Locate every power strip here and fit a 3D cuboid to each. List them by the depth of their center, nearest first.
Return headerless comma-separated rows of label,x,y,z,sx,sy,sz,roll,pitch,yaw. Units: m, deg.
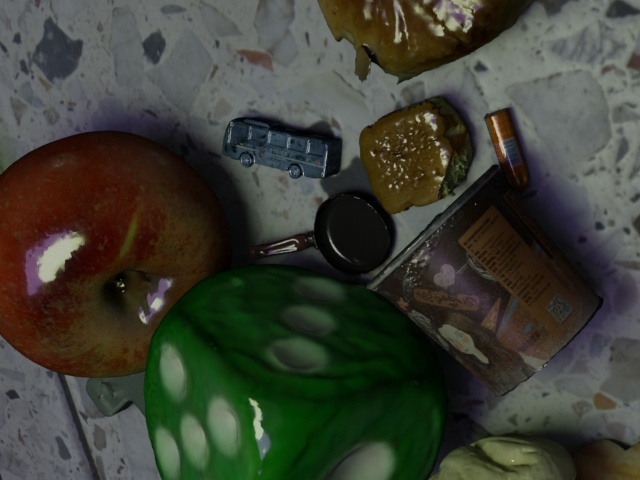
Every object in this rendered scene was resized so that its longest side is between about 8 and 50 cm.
power strip,-0.287,0.196,1.758,0.193,0.059,0.265,-43,81,30

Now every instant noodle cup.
instant noodle cup,0.199,0.053,1.337,0.207,0.217,0.217,46,123,3

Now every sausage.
sausage,0.227,-0.104,1.364,0.031,0.031,0.107,-14,98,34

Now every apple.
apple,-0.301,0.017,1.552,0.277,0.348,0.348,-131,45,-57

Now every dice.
dice,-0.037,0.215,1.428,0.300,0.297,0.287,38,127,43

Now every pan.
pan,0.001,-0.001,1.529,0.212,0.040,0.115,-11,100,26

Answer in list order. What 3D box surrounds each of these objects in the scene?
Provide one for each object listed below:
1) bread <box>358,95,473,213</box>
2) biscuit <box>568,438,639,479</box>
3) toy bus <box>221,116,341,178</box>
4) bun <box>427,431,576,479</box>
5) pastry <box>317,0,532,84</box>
bread,0.120,-0.104,1.407,0.140,0.069,0.128,-23,94,36
biscuit,0.383,0.294,1.375,0.183,0.061,0.118,-20,53,34
toy bus,-0.053,-0.124,1.520,0.166,0.047,0.065,15,108,25
bun,0.194,0.338,1.385,0.160,0.259,0.259,26,118,7
pastry,0.113,-0.352,1.290,0.329,0.136,0.329,11,111,30
